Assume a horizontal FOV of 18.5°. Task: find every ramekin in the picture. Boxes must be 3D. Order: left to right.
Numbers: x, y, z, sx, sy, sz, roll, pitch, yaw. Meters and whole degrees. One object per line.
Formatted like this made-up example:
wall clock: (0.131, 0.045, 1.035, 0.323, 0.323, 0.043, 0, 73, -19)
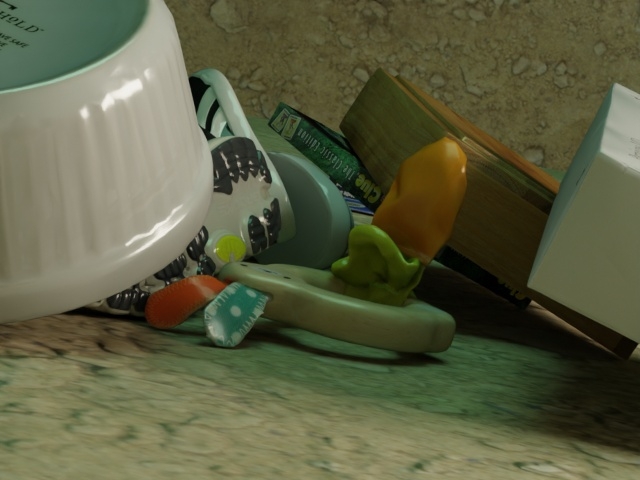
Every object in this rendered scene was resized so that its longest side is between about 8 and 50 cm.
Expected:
ramekin: (-0.198, -0.076, 1.115, 0.273, 0.127, 0.273, 0, 33, 0)

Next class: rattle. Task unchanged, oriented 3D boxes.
rattle: (0.000, 0.000, 1.223, 0.200, 0.142, 0.130, 14, 22, -31)

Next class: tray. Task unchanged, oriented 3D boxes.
tray: (0.135, -0.037, 1.573, 0.203, 0.076, 0.411, 32, 8, -11)

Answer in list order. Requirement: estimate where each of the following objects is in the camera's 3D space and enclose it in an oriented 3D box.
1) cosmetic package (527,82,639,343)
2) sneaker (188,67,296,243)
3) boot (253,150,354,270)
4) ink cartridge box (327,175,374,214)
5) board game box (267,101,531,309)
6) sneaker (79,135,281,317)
cosmetic package: (0.283, 0.019, 1.216, 0.284, 0.097, 0.377, 29, 13, 4)
sneaker: (-0.108, -0.057, 1.509, 0.121, 0.079, 0.217, -19, 36, -10)
boot: (-0.019, -0.029, 1.620, 0.123, 0.095, 0.258, 6, 10, -35)
ink cartridge box: (0.124, -0.048, 2.239, 0.223, 0.045, 0.224, 12, 7, 13)
board game box: (0.065, -0.032, 1.635, 0.136, 0.030, 0.260, 31, 7, -37)
sneaker: (-0.122, 0.002, 1.284, 0.110, 0.107, 0.275, -20, -2, 26)
